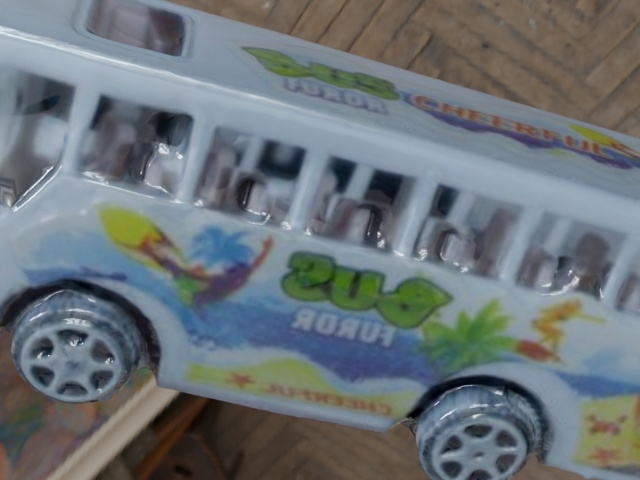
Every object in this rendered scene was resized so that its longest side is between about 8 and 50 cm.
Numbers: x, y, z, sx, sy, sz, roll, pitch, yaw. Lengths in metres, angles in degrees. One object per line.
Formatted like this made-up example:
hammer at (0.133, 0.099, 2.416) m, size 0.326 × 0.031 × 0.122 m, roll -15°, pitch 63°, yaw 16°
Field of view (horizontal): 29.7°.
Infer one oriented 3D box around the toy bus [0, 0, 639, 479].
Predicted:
toy bus at (0.000, 0.000, 0.466) m, size 0.329 × 0.109 × 0.136 m, roll 14°, pitch 120°, yaw -12°
